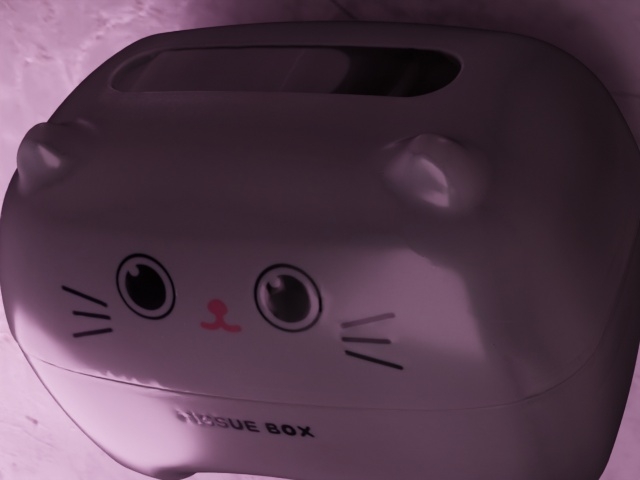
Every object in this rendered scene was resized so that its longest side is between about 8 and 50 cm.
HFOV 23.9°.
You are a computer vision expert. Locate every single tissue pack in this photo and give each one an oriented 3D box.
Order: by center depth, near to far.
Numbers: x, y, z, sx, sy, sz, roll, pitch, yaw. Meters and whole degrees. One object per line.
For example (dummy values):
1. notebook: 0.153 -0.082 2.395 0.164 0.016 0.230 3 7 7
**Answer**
1. tissue pack: 0.000 0.000 0.810 0.333 0.229 0.236 4 134 24
